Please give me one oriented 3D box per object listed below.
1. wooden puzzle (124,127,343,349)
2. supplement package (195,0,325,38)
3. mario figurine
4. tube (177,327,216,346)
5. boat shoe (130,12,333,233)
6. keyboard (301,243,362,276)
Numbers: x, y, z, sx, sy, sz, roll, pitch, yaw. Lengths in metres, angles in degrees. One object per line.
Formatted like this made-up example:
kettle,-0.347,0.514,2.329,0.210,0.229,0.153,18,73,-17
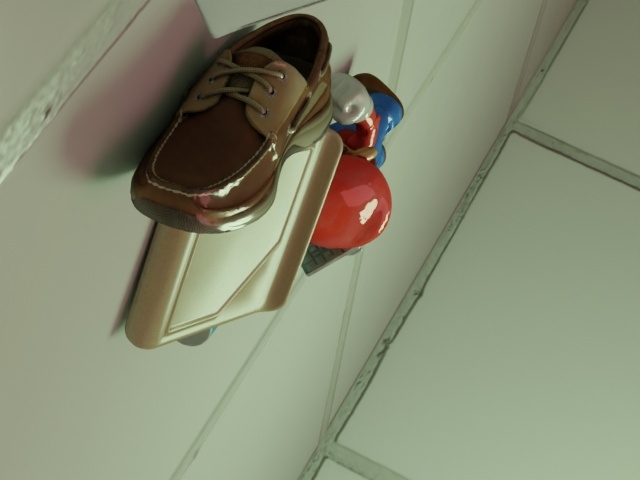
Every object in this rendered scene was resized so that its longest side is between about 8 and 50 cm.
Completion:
wooden puzzle,-0.089,-0.010,1.474,0.239,0.044,0.220,-11,126,-54
supplement package,0.020,-0.259,0.896,0.204,0.262,0.145,66,6,-76
mario figurine,0.003,-0.104,1.706,0.320,0.170,0.198,-64,141,-67
tube,-0.108,0.049,1.627,0.207,0.052,0.080,-53,165,-60
boat shoe,-0.072,-0.113,1.277,0.324,0.123,0.116,-59,163,-58
keyboard,0.000,0.000,1.777,0.072,0.014,0.256,-24,-168,-2
